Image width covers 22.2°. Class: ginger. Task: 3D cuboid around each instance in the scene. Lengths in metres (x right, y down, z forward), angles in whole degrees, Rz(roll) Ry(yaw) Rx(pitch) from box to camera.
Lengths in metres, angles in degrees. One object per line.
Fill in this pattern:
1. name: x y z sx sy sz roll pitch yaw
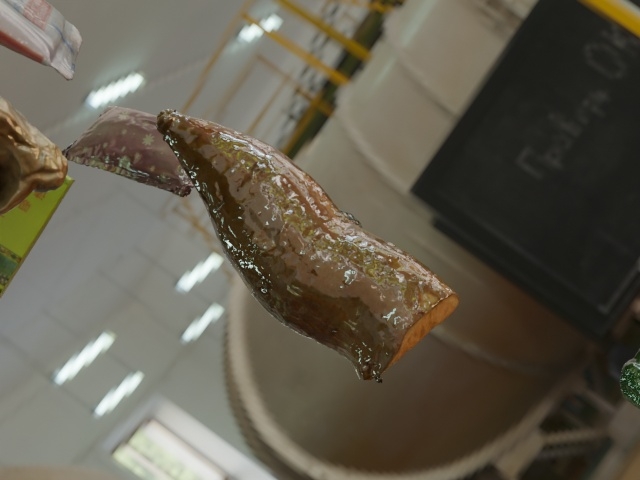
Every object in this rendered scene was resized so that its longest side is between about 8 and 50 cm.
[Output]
1. ginger: -0.336 -0.086 1.441 0.221 0.275 0.130 -10 -72 -59

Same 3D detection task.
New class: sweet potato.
1. sweet potato: -0.035 -0.001 1.546 0.131 0.336 0.131 -50 -10 -12

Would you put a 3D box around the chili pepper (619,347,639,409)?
1. chili pepper: 0.469 0.189 1.966 0.253 0.083 0.099 11 71 49

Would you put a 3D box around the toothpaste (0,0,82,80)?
1. toothpaste: -0.217 -0.153 0.793 0.057 0.234 0.089 -56 15 16

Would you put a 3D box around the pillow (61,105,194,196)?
1. pillow: -0.189 -0.103 1.760 0.118 0.185 0.043 -51 -38 -41

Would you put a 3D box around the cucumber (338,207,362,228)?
1. cucumber: 0.000 0.000 1.750 0.062 0.116 0.115 -35 -26 24

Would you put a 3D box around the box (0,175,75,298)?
1. box: -0.476 0.016 2.051 0.335 0.187 0.047 -58 4 0
